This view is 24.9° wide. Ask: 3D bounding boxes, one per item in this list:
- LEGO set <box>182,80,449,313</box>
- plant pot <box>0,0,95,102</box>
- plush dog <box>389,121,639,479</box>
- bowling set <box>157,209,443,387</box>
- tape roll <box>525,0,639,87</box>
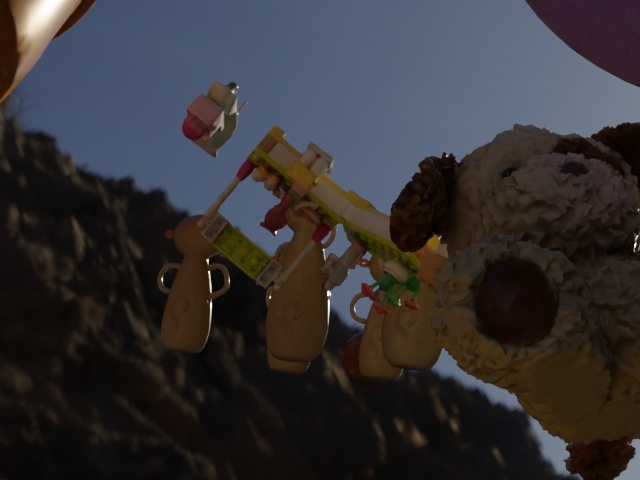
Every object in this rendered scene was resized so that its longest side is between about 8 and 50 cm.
[{"bbox_3d":[0.000,0.000,1.143,0.107,0.287,0.132,-50,-19,-10],"label":"LEGO set"},{"bbox_3d":[-0.286,-0.206,0.998,0.291,0.203,0.291,3,-43,3],"label":"plant pot"},{"bbox_3d":[0.170,0.018,0.954,0.262,0.225,0.210,-10,-37,-12],"label":"plush dog"},{"bbox_3d":[0.008,0.046,1.334,0.287,0.154,0.200,3,-13,19],"label":"bowling set"},{"bbox_3d":[0.221,-0.203,0.732,0.275,0.275,0.090,-38,-11,18],"label":"tape roll"}]
